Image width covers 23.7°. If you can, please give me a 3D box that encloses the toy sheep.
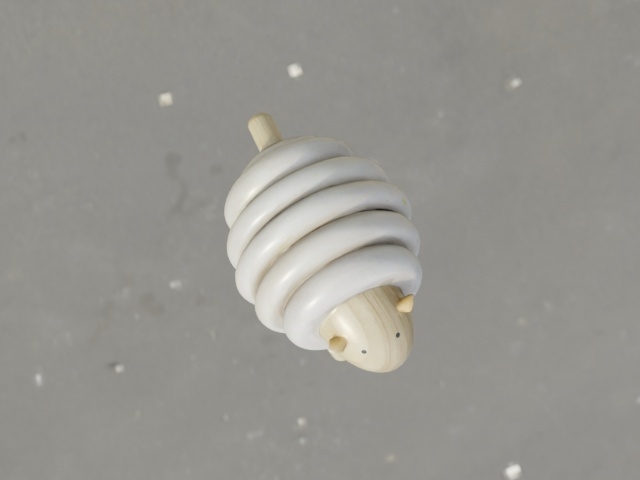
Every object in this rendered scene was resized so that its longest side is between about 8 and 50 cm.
[{"bbox_3d":[0.000,0.000,0.657,0.091,0.132,0.091,-28,156,-14],"label":"toy sheep"}]
